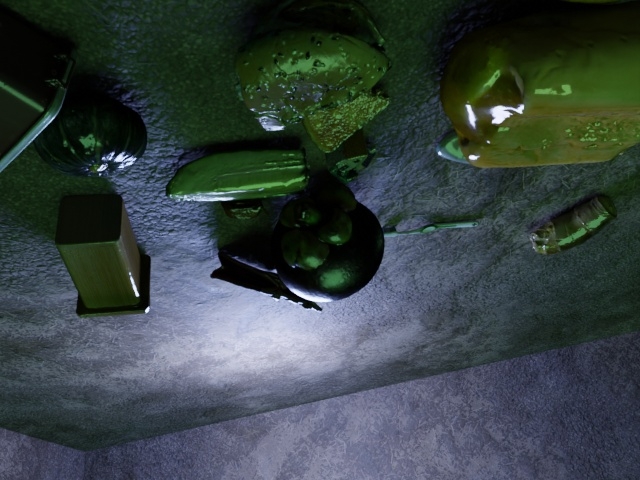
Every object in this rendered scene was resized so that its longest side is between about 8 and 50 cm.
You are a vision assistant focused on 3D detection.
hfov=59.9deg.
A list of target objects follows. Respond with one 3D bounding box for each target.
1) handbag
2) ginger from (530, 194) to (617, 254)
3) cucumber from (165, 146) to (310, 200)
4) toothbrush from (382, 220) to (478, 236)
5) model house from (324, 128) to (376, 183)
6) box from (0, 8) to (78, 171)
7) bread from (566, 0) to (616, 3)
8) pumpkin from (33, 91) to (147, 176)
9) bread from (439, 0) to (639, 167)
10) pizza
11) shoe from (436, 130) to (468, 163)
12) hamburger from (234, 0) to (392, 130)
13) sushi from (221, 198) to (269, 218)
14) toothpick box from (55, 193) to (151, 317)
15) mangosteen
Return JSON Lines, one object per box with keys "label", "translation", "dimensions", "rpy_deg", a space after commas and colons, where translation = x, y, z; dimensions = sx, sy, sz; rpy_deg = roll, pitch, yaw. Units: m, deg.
{"label": "handbag", "translation": [-0.153, 0.125, 1.613], "dimensions": [0.260, 0.084, 0.276], "rpy_deg": [26, 171, -41]}
{"label": "ginger", "translation": [0.782, -0.040, 1.719], "dimensions": [0.263, 0.116, 0.109], "rpy_deg": [-38, 179, 30]}
{"label": "cucumber", "translation": [-0.190, -0.151, 1.284], "dimensions": [0.326, 0.105, 0.145], "rpy_deg": [-8, 175, -3]}
{"label": "toothbrush", "translation": [0.332, -0.036, 1.668], "dimensions": [0.304, 0.030, 0.030], "rpy_deg": [-5, 148, -8]}
{"label": "model house", "translation": [0.078, -0.196, 1.293], "dimensions": [0.100, 0.087, 0.101], "rpy_deg": [-27, 148, 27]}
{"label": "box", "translation": [-0.573, -0.247, 0.946], "dimensions": [0.294, 0.193, 0.167], "rpy_deg": [-30, 137, 28]}
{"label": "bread", "translation": [0.439, -0.486, 0.880], "dimensions": [0.270, 0.142, 0.195], "rpy_deg": [-5, 153, -13]}
{"label": "pumpkin", "translation": [-0.443, -0.206, 1.075], "dimensions": [0.212, 0.152, 0.211], "rpy_deg": [-15, 179, 0]}
{"label": "bread", "translation": [0.430, -0.307, 1.061], "dimensions": [0.394, 0.250, 0.361], "rpy_deg": [-3, 162, -1]}
{"label": "pizza", "translation": [0.051, -0.280, 1.182], "dimensions": [0.193, 0.053, 0.201], "rpy_deg": [-7, 137, -2]}
{"label": "shoe", "translation": [0.384, -0.224, 1.342], "dimensions": [0.195, 0.078, 0.079], "rpy_deg": [-11, 149, -5]}
{"label": "hamburger", "translation": [-0.028, -0.326, 0.981], "dimensions": [0.288, 0.167, 0.192], "rpy_deg": [-19, 149, 15]}
{"label": "sushi", "translation": [-0.195, -0.083, 1.428], "dimensions": [0.120, 0.052, 0.055], "rpy_deg": [-7, 148, -4]}
{"label": "toothpick box", "translation": [-0.551, 0.040, 1.416], "dimensions": [0.190, 0.187, 0.308], "rpy_deg": [-3, 144, -10]}
{"label": "mangosteen", "translation": [0.003, 0.007, 1.413], "dimensions": [0.300, 0.300, 0.300], "rpy_deg": [-7, 148, -4]}
